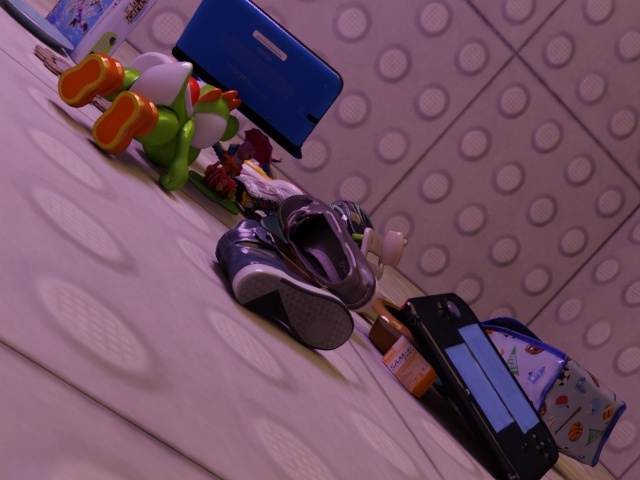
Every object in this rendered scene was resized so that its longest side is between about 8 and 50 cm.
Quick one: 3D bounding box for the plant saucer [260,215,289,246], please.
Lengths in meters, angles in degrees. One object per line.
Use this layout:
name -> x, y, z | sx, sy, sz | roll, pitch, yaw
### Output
plant saucer -> -0.038, 0.005, 2.011 | 0.195, 0.037, 0.195 | 20, 16, -6

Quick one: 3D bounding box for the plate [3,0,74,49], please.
plate -> -0.584, -0.445, 1.970 | 0.188, 0.024, 0.188 | 41, 4, -4

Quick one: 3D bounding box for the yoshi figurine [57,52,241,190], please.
yoshi figurine -> -0.275, -0.187, 1.599 | 0.203, 0.203, 0.362 | 7, 3, 26

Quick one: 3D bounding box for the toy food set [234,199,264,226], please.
toy food set -> -0.130, -0.048, 2.078 | 0.122, 0.019, 0.078 | 39, 6, -26

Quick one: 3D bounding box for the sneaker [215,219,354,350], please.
sneaker -> -0.055, 0.059, 1.377 | 0.226, 0.086, 0.163 | 37, 10, -38

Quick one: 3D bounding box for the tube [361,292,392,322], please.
tube -> 0.045, 0.093, 2.060 | 0.240, 0.062, 0.070 | 35, -36, -20

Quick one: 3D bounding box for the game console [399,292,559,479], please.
game console -> 0.305, 0.269, 1.804 | 0.386, 0.060, 0.342 | 58, 16, 14

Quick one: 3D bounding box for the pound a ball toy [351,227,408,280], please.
pound a ball toy -> 0.098, 0.044, 2.192 | 0.208, 0.135, 0.319 | 11, -4, 13

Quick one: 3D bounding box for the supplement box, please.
supplement box -> 0.163, 0.227, 1.744 | 0.036, 0.062, 0.098 | 35, 8, -45

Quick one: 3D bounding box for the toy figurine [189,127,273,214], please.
toy figurine -> -0.166, -0.153, 1.904 | 0.130, 0.159, 0.173 | 43, 6, 10

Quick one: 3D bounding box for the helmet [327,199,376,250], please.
helmet -> 0.060, -0.026, 2.551 | 0.161, 0.169, 0.169 | 60, 8, 10

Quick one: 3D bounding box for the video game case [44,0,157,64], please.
video game case -> -0.477, -0.515, 2.109 | 0.061, 0.244, 0.269 | 37, 7, -43

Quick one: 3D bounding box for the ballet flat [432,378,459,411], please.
ballet flat -> 0.280, 0.307, 1.994 | 0.074, 0.074, 0.203 | 38, 0, -36

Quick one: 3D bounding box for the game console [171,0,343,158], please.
game console -> -0.109, -0.305, 1.782 | 0.293, 0.250, 0.173 | 40, 29, 1

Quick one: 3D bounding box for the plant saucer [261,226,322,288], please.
plant saucer -> -0.060, 0.039, 1.833 | 0.168, 0.029, 0.168 | 41, 6, -5

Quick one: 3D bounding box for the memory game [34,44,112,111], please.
memory game -> -0.450, -0.294, 1.777 | 0.186, 0.012, 0.186 | 42, 5, -5

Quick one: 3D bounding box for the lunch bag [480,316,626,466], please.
lunch bag -> 0.529, 0.365, 2.482 | 0.328, 0.239, 0.385 | 38, -10, -35

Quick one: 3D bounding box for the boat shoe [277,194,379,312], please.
boat shoe -> 0.000, 0.000, 1.826 | 0.095, 0.112, 0.335 | 44, 6, -47

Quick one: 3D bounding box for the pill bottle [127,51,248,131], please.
pill bottle -> -0.269, -0.292, 2.006 | 0.152, 0.152, 0.272 | 44, 21, 25

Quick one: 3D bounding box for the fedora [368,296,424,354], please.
fedora -> 0.156, 0.192, 1.898 | 0.194, 0.079, 0.194 | 36, 10, -7

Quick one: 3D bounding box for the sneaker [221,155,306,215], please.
sneaker -> -0.120, -0.085, 2.025 | 0.225, 0.088, 0.092 | 28, 47, 11

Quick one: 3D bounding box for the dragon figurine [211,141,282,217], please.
dragon figurine -> -0.175, -0.140, 2.137 | 0.289, 0.144, 0.085 | 22, 9, -5
